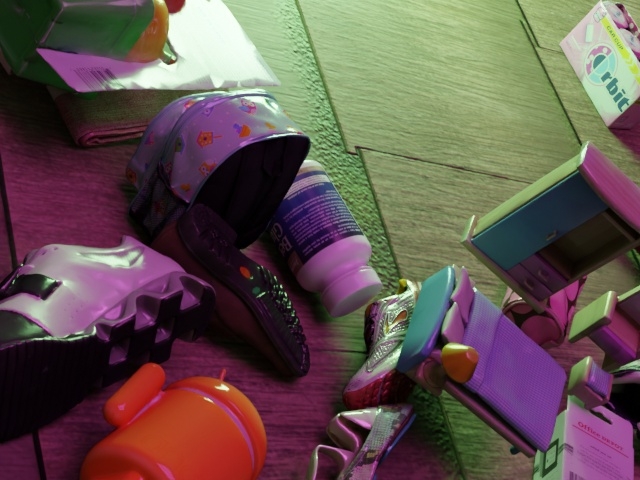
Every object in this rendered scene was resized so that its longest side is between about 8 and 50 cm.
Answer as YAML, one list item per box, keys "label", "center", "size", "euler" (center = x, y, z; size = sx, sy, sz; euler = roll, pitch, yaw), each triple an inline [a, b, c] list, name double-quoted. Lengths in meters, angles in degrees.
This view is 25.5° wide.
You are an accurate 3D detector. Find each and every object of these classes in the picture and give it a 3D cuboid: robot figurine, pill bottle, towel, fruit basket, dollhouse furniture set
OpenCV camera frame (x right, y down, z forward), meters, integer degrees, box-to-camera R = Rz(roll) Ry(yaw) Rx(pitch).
- label: "robot figurine"
  center: [-0.132, 0.209, 1.299]
  size: [0.158, 0.128, 0.219]
  euler: [34, 38, 14]
- label: "pill bottle"
  center: [0.000, 0.000, 1.623]
  size: [0.094, 0.094, 0.169]
  euler: [-10, 61, -45]
- label: "towel"
  center: [-0.264, -0.253, 1.686]
  size: [0.237, 0.037, 0.329]
  euler: [-12, 61, -43]
- label: "fruit basket"
  center: [-0.244, -0.283, 1.617]
  size: [0.327, 0.165, 0.353]
  euler: [54, 27, 17]
- label: "dollhouse furniture set"
  center: [0.276, 0.101, 1.560]
  size: [0.286, 0.198, 0.303]
  euler: [41, 44, -15]

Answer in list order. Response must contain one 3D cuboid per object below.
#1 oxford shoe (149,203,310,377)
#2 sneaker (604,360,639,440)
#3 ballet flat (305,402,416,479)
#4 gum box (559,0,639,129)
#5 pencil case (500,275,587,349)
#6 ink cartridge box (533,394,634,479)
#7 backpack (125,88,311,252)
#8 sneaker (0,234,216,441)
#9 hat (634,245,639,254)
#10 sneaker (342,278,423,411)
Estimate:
- label: "oxford shoe"
  center: [-0.096, 0.067, 1.502]
  size: [0.227, 0.096, 0.083]
  euler: [50, 22, -19]
- label: "sneaker"
  center: [0.406, 0.162, 1.790]
  size: [0.153, 0.094, 0.235]
  euler: [35, 44, -44]
- label: "ballet flat"
  center: [0.032, 0.227, 1.464]
  size: [0.079, 0.077, 0.221]
  euler: [33, 42, 1]
- label: "gum box"
  center: [0.470, -0.284, 2.266]
  size: [0.062, 0.107, 0.188]
  euler: [0, 55, -40]
- label: "pencil case"
  center: [0.296, 0.058, 1.825]
  size: [0.098, 0.095, 0.209]
  euler: [53, 39, -16]
- label: "ink cartridge box"
  center: [0.308, 0.273, 1.655]
  size: [0.104, 0.060, 0.180]
  euler: [31, 40, -13]
- label: "backpack"
  center: [-0.109, -0.082, 1.534]
  size: [0.165, 0.188, 0.144]
  euler: [-10, 62, -44]
- label: "sneaker"
  center: [-0.265, 0.080, 1.332]
  size: [0.146, 0.122, 0.330]
  euler: [39, 36, 25]
- label: "hat"
  center: [0.473, -0.002, 2.078]
  size: [0.173, 0.183, 0.209]
  euler: [-32, 119, -43]
- label: "sneaker"
  center: [0.078, 0.122, 1.603]
  size: [0.092, 0.088, 0.225]
  euler: [26, 37, 16]
